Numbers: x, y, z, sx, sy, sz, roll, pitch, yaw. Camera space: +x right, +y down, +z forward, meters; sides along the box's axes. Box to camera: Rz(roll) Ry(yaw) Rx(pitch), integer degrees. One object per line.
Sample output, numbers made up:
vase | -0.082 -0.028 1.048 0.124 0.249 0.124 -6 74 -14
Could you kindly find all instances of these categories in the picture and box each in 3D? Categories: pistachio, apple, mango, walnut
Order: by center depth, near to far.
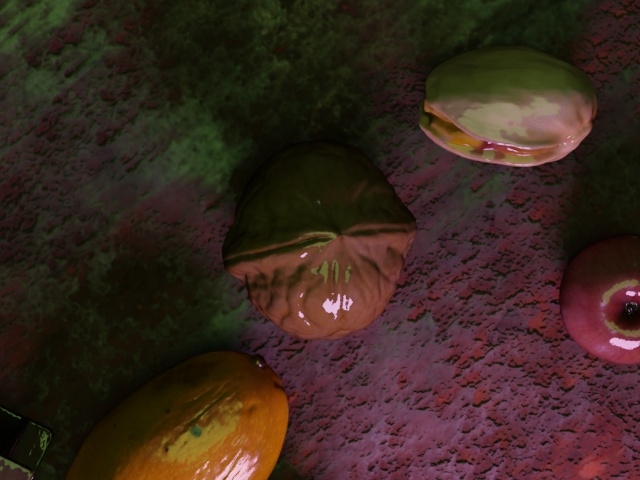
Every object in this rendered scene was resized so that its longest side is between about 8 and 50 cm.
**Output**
walnut | 0.000 0.000 1.662 0.228 0.228 0.228 0 98 -3
pistachio | 0.212 -0.152 1.713 0.200 0.117 0.145 2 59 4
mango | -0.182 0.265 1.727 0.359 0.144 0.187 -42 100 7
apple | 0.351 0.069 1.742 0.153 0.120 0.153 0 98 -3

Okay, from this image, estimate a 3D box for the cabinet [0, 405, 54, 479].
cabinet | -0.432 0.245 1.693 0.215 0.175 0.148 26 95 -6
